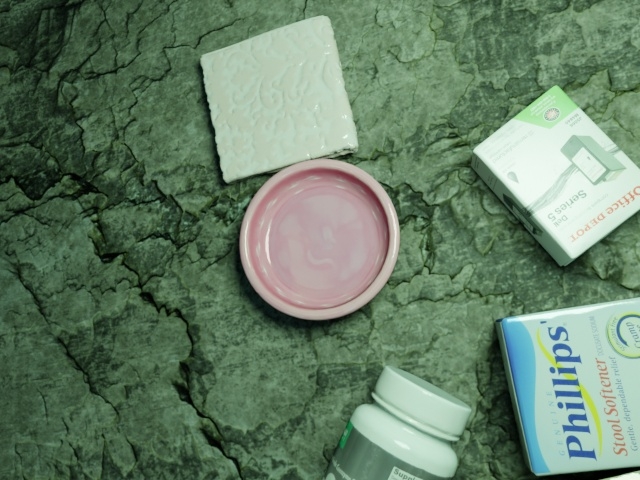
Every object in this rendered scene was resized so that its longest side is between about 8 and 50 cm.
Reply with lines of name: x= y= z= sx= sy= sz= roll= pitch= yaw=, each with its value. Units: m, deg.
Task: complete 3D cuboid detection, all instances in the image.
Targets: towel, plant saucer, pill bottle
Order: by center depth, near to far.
pill bottle: x=0.116 y=0.424 z=0.983 sx=0.204 sy=0.204 sz=0.360 roll=25 pitch=86 yaw=16
plant saucer: x=0.000 y=0.000 z=1.146 sx=0.333 sy=0.084 sz=0.331 roll=-2 pitch=80 yaw=12
towel: x=-0.096 y=-0.312 z=1.239 sx=0.317 sy=0.053 sz=0.331 roll=-15 pitch=77 yaw=11

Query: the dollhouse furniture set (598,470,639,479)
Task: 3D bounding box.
dollhouse furniture set: x=0.463 y=0.578 z=0.810 sx=0.257 sy=0.362 sz=0.394 roll=-18 pitch=50 yaw=10

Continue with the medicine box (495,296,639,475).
medicine box: x=0.478 y=0.244 z=0.959 sx=0.290 sy=0.149 sz=0.263 roll=-11 pitch=78 yaw=10

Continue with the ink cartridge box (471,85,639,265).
ink cartridge box: x=0.452 y=-0.118 z=1.045 sx=0.198 sy=0.115 sz=0.272 roll=-39 pitch=74 yaw=4
